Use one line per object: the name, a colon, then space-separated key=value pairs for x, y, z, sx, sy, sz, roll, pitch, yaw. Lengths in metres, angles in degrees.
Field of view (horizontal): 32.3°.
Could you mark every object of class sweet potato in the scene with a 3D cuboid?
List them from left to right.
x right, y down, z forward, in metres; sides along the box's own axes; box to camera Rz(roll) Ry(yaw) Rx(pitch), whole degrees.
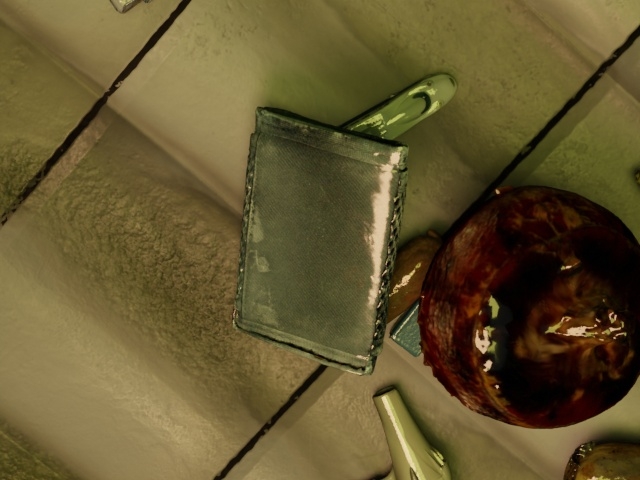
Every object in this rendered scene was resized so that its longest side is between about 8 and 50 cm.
sweet potato: x=0.081 y=0.093 z=1.607 sx=0.273 sy=0.075 sz=0.075 roll=-43 pitch=101 yaw=14

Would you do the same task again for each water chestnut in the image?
water chestnut: x=0.303 y=0.096 z=1.480 sx=0.350 sy=0.302 sz=0.350 roll=-5 pitch=102 yaw=-24

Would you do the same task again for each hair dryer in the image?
hair dryer: x=0.090 y=0.328 z=1.678 sx=0.224 sy=0.088 sz=0.219 roll=-2 pitch=98 yaw=16

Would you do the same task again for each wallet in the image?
wallet: x=0.000 y=0.000 z=1.530 sx=0.237 sy=0.075 sz=0.342 roll=18 pitch=115 yaw=25

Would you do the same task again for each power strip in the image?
power strip: x=0.156 y=0.111 z=1.630 sx=0.056 sy=0.032 sz=0.123 roll=36 pitch=101 yaw=-10

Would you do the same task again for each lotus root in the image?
lotus root: x=0.479 y=0.366 z=1.651 sx=0.241 sy=0.124 sz=0.123 roll=8 pitch=83 yaw=-2

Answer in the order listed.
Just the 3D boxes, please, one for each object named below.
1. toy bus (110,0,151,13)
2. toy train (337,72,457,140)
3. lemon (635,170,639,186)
toy bus: x=-0.207 y=-0.374 z=1.478 sx=0.190 sy=0.075 sz=0.064 roll=-32 pitch=103 yaw=7
toy train: x=0.088 y=-0.164 z=1.548 sx=0.234 sy=0.051 sz=0.052 roll=-28 pitch=107 yaw=7
lemon: x=0.487 y=-0.082 z=1.567 sx=0.083 sy=0.062 sz=0.062 roll=12 pitch=104 yaw=-6
